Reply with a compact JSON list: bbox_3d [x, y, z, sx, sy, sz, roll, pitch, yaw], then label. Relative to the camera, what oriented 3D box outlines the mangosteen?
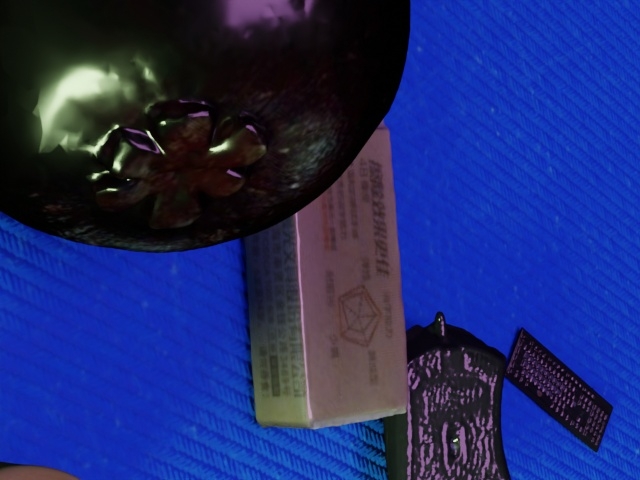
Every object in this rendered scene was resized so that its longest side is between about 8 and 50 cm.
[{"bbox_3d":[-0.131,-0.200,1.181,0.382,0.382,0.435,31,33,-40],"label":"mangosteen"}]

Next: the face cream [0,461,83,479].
[{"bbox_3d":[-0.262,0.263,1.112,0.218,0.179,0.218,4,85,-45],"label":"face cream"}]

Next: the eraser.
[{"bbox_3d":[0.000,0.000,1.467,0.144,0.078,0.343,-2,88,-46],"label":"eraser"}]

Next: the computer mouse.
[{"bbox_3d":[0.117,0.203,1.567,0.147,0.088,0.264,0,89,-33],"label":"computer mouse"}]

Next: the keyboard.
[{"bbox_3d":[0.274,0.172,1.781,0.198,0.010,0.063,39,63,-37],"label":"keyboard"}]
